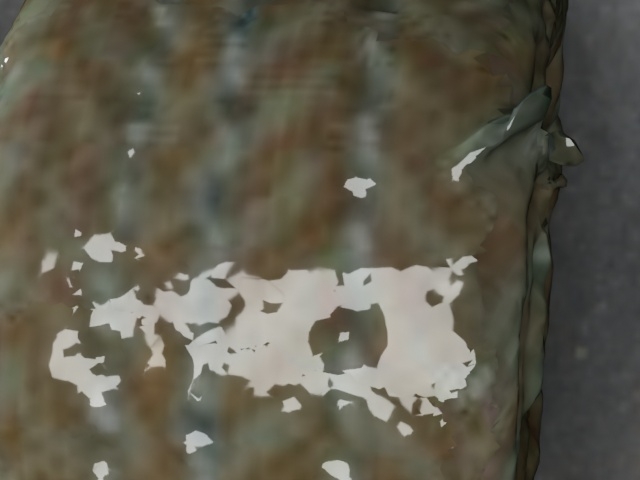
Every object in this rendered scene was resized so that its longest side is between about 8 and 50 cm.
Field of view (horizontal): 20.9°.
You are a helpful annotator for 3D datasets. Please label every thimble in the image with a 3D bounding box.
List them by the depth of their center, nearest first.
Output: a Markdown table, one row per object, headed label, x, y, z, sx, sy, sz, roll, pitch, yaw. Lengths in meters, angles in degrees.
| label | x | y | z | sx | sy | sz | roll | pitch | yaw |
| --- | --- | --- | --- | --- | --- | --- | --- | --- | --- |
| thimble | -0.001 | 0.007 | 0.492 | 0.148 | 0.229 | 0.196 | 5 | 111 | 10 |
